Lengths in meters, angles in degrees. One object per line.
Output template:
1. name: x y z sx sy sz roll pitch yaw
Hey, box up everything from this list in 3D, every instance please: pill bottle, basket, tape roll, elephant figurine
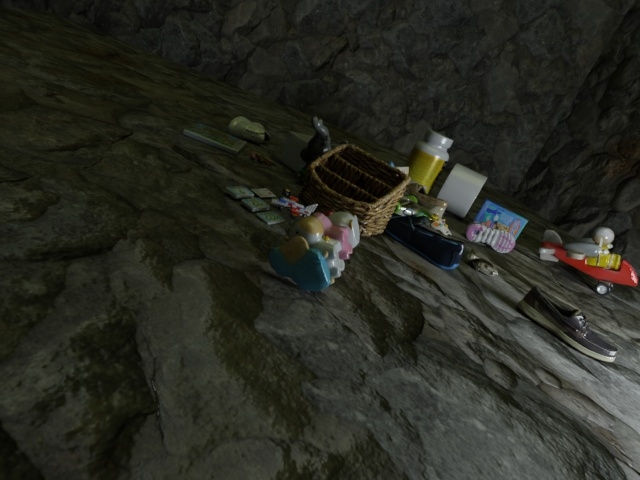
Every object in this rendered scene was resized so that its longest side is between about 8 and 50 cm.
1. pill bottle: 0.539 -0.391 2.144 0.188 0.333 0.187 21 23 -9
2. basket: 0.097 -0.178 1.367 0.299 0.222 0.214 38 25 28
3. tape roll: 0.716 -0.252 2.133 0.169 0.245 0.246 29 23 15
4. elephant figurine: 0.006 -0.334 1.575 0.170 0.185 0.240 -7 -9 44

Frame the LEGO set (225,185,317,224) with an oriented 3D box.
1. LEGO set: -0.133 -0.125 1.237 0.183 0.060 0.244 38 25 22

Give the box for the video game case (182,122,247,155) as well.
1. video game case: -0.405 -0.399 1.621 0.213 0.023 0.193 21 22 -8

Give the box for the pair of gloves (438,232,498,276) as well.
1. pair of gloves: 0.528 0.051 1.518 0.240 0.042 0.204 28 18 -2

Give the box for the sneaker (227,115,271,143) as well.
1. sneaker: -0.299 -0.472 1.813 0.115 0.090 0.232 39 27 24

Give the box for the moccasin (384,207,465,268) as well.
1. moccasin: 0.343 -0.035 1.427 0.342 0.116 0.138 35 24 25

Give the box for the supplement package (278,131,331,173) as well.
1. supplement package: -0.031 -0.359 1.761 0.139 0.133 0.244 38 25 30

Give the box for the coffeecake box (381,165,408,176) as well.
1. coffeecake box: 0.305 -0.323 1.994 0.143 0.068 0.186 -10 17 -36

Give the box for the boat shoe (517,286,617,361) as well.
1. boat shoe: 0.737 0.243 1.228 0.285 0.092 0.103 36 25 27

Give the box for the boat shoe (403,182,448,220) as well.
1. boat shoe: 0.450 -0.214 1.950 0.122 0.110 0.341 -1 32 -47

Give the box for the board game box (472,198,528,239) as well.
1. board game box: 0.854 -0.081 1.994 0.210 0.160 0.047 33 23 19

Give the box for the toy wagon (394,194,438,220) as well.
1. toy wagon: 0.329 -0.158 1.762 0.345 0.068 0.267 33 24 19

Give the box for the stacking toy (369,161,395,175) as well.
1. stacking toy: 0.127 -0.201 1.569 0.303 0.165 0.175 6 -23 6

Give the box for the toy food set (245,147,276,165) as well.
1. toy food set: -0.236 -0.319 1.621 0.122 0.019 0.078 33 23 2

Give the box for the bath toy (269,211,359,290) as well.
1. bath toy: 0.000 0.000 1.006 0.129 0.151 0.348 -7 13 19

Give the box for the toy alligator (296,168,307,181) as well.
1. toy alligator: -0.041 -0.237 1.594 0.051 0.056 0.190 67 15 7

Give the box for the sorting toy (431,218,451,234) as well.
1. sorting toy: 0.523 -0.051 1.765 0.083 0.045 0.075 -2 53 -47

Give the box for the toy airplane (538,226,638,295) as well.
1. toy airplane: 1.240 0.045 1.950 0.385 0.272 0.386 19 23 -10

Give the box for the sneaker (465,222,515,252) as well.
1. sneaker: 0.750 -0.023 1.858 0.237 0.095 0.104 21 15 -6
